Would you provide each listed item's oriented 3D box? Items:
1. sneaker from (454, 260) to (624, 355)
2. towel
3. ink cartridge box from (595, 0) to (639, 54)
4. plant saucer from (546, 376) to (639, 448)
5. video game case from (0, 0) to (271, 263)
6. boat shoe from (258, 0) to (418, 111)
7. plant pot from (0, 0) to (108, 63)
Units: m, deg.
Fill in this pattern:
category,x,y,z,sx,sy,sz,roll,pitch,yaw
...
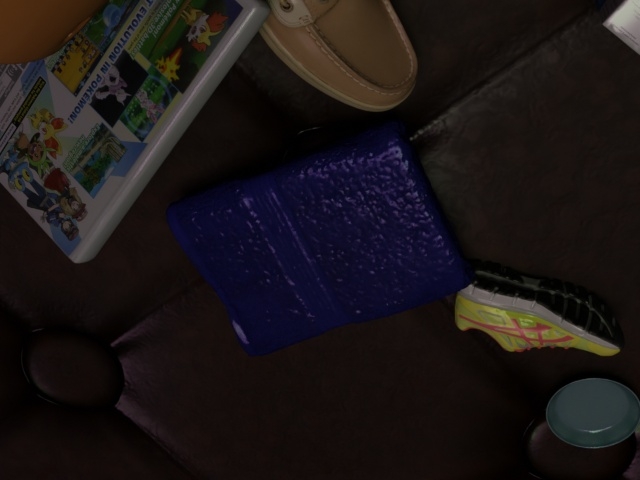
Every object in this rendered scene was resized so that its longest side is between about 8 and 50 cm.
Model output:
category,x,y,z,sx,sy,sz,roll,pitch,yaw
sneaker,0.256,0.098,1.082,0.208,0.081,0.094,20,123,10
towel,0.000,0.000,1.059,0.308,0.076,0.228,-19,114,22
ink cartridge box,0.322,-0.247,0.847,0.052,0.088,0.122,36,120,-10
plant saucer,0.352,0.218,1.170,0.119,0.021,0.119,4,121,7
video game case,-0.247,-0.195,0.902,0.300,0.036,0.329,45,111,13
boat shoe,-0.016,-0.263,0.853,0.341,0.122,0.110,45,155,-17
plant pot,-0.265,-0.286,0.740,0.291,0.291,0.203,34,130,-12
